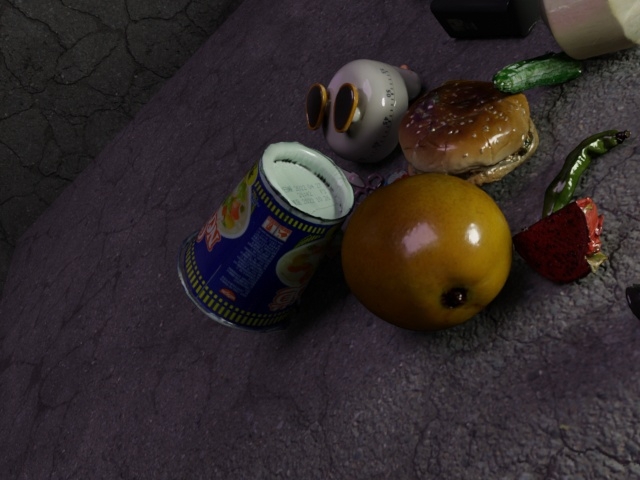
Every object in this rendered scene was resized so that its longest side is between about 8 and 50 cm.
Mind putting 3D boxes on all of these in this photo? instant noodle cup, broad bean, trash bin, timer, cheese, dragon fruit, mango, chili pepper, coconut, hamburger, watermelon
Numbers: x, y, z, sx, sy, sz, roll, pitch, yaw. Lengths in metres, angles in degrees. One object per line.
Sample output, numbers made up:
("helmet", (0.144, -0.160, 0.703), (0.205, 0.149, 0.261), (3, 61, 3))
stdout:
("instant noodle cup", (-0.091, -0.015, 1.293), (0.312, 0.284, 0.284), (-52, 27, 38))
("broad bean", (0.410, -0.110, 1.073), (0.195, 0.046, 0.061), (-48, 30, 3))
("trash bin", (0.384, -0.534, 1.462), (0.165, 0.115, 0.225), (-54, 37, -5))
("timer", (0.117, -0.292, 1.512), (0.233, 0.240, 0.233), (-6, 83, 58))
("cheese", (0.164, -0.098, 1.365), (0.095, 0.038, 0.145), (-39, 34, 20))
("dragon fruit", (0.372, 0.003, 0.986), (0.106, 0.083, 0.162), (64, 149, 11))
("mango", (0.157, 0.009, 1.118), (0.263, 0.221, 0.378), (-55, 22, 3))
("chili pepper", (0.369, -0.289, 1.167), (0.088, 0.059, 0.227), (12, 27, 44))
("coconut", (0.477, -0.426, 1.143), (0.241, 0.241, 0.241), (-31, 38, 28))
("hamburger", (0.267, -0.199, 1.227), (0.243, 0.146, 0.286), (-13, 34, 19))
("watermelon", (0.002, 0.000, 1.443), (0.084, 0.092, 0.072), (-124, 36, -65))

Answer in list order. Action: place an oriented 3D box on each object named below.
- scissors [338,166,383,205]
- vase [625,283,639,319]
("scissors", (0.079, -0.137, 1.522), (0.085, 0.022, 0.176), (-51, 35, 3))
("vase", (0.461, 0.047, 0.808), (0.183, 0.120, 0.120), (-37, 33, 48))
